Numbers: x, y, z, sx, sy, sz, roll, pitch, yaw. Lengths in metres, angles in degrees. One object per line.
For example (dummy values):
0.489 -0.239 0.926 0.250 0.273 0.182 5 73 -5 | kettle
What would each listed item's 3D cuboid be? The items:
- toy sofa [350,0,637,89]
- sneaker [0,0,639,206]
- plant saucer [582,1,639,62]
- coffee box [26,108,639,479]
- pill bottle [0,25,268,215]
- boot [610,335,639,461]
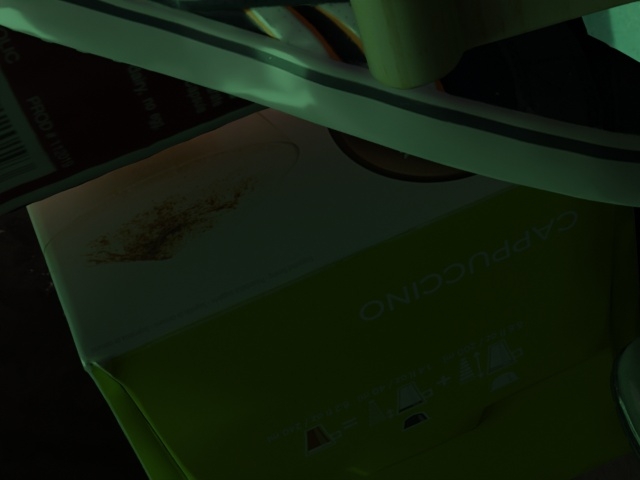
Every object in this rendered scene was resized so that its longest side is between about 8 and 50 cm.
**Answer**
0.005 -0.218 0.486 0.362 0.177 0.150 -100 -7 -46 | toy sofa
0.017 -0.109 0.587 0.126 0.321 0.127 -54 -19 -77 | sneaker
0.157 -0.093 0.624 0.195 0.037 0.195 157 90 -86 | plant saucer
0.000 0.000 1.020 0.338 0.338 0.334 73 172 -49 | coffee box
-0.082 -0.168 0.767 0.224 0.392 0.224 158 90 -86 | pill bottle
0.227 0.104 0.648 0.246 0.083 0.161 58 164 31 | boot
